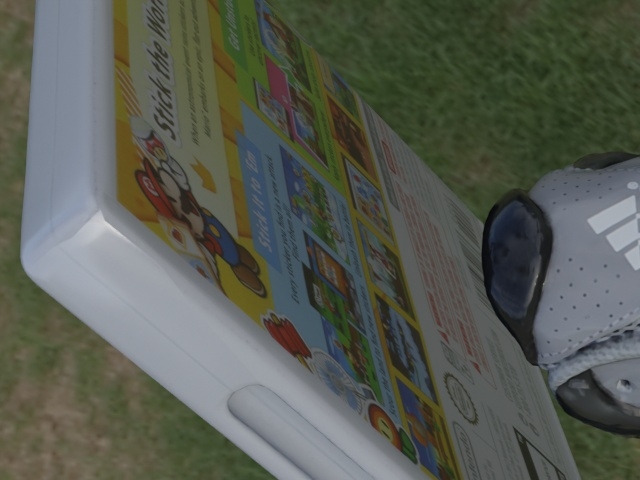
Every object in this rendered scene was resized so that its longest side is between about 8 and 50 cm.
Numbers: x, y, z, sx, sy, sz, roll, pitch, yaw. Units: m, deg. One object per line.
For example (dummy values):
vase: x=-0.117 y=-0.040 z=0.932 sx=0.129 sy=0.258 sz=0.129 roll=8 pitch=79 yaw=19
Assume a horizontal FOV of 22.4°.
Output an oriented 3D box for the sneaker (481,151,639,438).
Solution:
sneaker: x=0.094 y=-0.001 z=0.279 sx=0.132 sy=0.229 sz=0.086 roll=4 pitch=66 yaw=7

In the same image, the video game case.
video game case: x=0.000 y=0.000 z=0.452 sx=0.026 sy=0.206 sz=0.227 roll=-37 pitch=30 yaw=16
